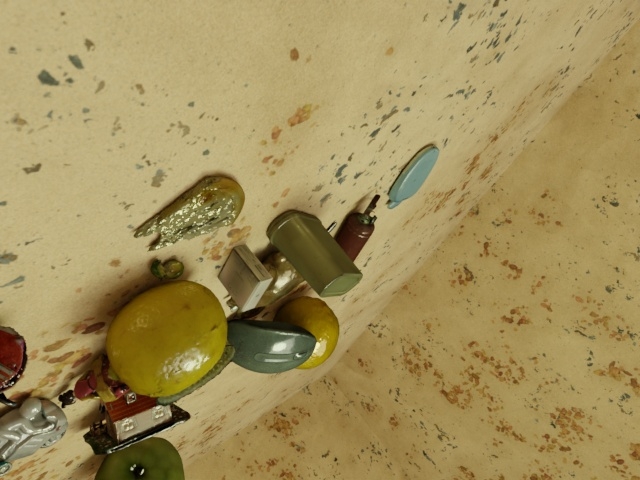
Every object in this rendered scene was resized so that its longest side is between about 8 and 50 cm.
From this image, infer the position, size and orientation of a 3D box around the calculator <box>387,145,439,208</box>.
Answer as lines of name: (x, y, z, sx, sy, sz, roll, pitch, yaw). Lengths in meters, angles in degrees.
calculator: (0.346, -0.231, 1.722, 0.188, 0.042, 0.303, -23, 149, -43)

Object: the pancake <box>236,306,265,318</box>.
pancake: (-0.229, 0.226, 1.617, 0.158, 0.028, 0.158, -35, 157, -17)

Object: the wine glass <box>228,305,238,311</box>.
wine glass: (-0.261, 0.202, 1.488, 0.083, 0.042, 0.039, -32, -179, -21)

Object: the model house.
model house: (-0.597, 0.533, 1.460, 0.293, 0.154, 0.206, -11, -173, -41)

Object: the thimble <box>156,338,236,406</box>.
thimble: (-0.406, 0.352, 1.371, 0.270, 0.150, 0.271, -36, 158, -17)

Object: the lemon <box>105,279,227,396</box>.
lemon: (-0.353, 0.225, 1.076, 0.283, 0.261, 0.261, -9, 142, -46)

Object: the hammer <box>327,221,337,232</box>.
hammer: (0.000, 0.000, 1.596, 0.178, 0.021, 0.065, -50, 159, 12)

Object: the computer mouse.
computer mouse: (-0.184, 0.384, 1.620, 0.373, 0.114, 0.204, 12, 113, -18)

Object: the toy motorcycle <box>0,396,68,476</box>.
toy motorcycle: (-0.718, 0.448, 1.087, 0.171, 0.110, 0.260, -61, 150, 5)

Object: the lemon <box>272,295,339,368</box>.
lemon: (-0.064, 0.377, 1.859, 0.297, 0.297, 0.297, -36, 159, -16)

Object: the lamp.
lamp: (-0.555, 0.365, 1.175, 0.253, 0.118, 0.118, -36, 162, 18)

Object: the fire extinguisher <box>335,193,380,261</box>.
fire extinguisher: (0.129, -0.026, 1.672, 0.337, 0.106, 0.147, -60, 178, 40)

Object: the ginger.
ginger: (-0.167, 0.137, 1.412, 0.270, 0.123, 0.219, -39, 159, -7)

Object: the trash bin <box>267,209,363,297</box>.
trash bin: (-0.010, 0.043, 1.336, 0.121, 0.247, 0.243, -46, 161, 15)

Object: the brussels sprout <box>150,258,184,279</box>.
brussels sprout: (-0.357, 0.065, 1.050, 0.051, 0.046, 0.083, -46, 150, 21)

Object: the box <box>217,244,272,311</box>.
box: (-0.211, 0.104, 1.257, 0.051, 0.130, 0.129, -14, 146, -48)

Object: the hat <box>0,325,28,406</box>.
hat: (-0.620, 0.236, 0.854, 0.140, 0.129, 0.227, 17, 151, -19)

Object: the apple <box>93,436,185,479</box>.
apple: (-0.697, 0.934, 1.746, 0.357, 0.357, 0.357, -36, 159, -16)

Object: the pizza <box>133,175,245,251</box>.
pizza: (-0.270, -0.053, 0.974, 0.262, 0.034, 0.181, -30, 157, -29)
